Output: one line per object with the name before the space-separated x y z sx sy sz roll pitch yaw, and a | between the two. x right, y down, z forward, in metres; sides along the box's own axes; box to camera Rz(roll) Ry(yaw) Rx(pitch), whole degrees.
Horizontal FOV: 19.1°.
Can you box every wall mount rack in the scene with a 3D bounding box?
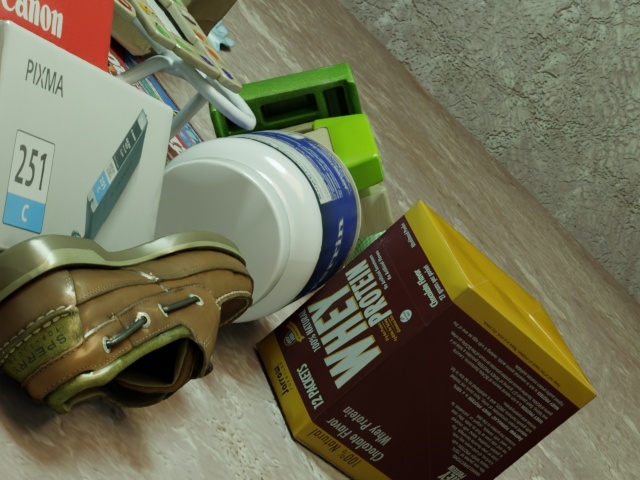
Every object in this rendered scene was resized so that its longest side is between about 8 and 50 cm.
wall mount rack | -0.225 -0.189 1.645 0.350 0.130 0.304 46 9 11

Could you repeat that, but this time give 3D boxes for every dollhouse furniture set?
dollhouse furniture set | 0.000 0.000 1.971 0.197 0.151 0.301 -105 180 -52

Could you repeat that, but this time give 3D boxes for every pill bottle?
pill bottle | -0.063 -0.013 1.590 0.153 0.153 0.265 49 13 4

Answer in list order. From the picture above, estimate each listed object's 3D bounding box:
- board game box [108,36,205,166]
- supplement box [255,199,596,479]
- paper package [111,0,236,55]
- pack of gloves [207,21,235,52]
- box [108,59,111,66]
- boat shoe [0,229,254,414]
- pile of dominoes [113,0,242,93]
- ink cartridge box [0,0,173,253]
board game box | -0.158 -0.111 1.862 0.281 0.027 0.145 52 14 20
supplement box | 0.089 0.110 1.628 0.191 0.194 0.129 39 16 -36
paper package | -0.225 -0.359 2.009 0.325 0.168 0.309 42 11 1
pack of gloves | -0.176 -0.318 2.405 0.195 0.046 0.232 46 13 -4
box | -0.249 -0.227 1.474 0.184 0.045 0.191 58 5 22
boat shoe | -0.125 0.064 1.281 0.104 0.111 0.307 55 23 14
pile of dominoes | -0.167 -0.248 1.632 0.196 0.040 0.251 30 19 -49
ink cartridge box | -0.177 -0.112 1.277 0.066 0.261 0.296 6 -5 16
